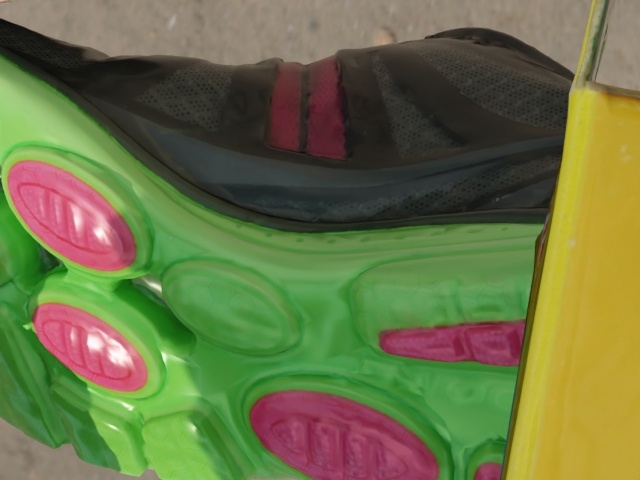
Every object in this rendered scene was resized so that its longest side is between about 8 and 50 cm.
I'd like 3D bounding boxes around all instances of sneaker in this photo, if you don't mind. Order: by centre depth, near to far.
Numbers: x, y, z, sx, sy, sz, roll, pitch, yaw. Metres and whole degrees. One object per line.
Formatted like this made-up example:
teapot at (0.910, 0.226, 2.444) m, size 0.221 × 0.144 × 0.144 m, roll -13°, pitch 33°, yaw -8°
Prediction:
sneaker at (0.000, 0.000, 0.696) m, size 0.482 × 0.202 × 0.185 m, roll 18°, pitch 122°, yaw 20°

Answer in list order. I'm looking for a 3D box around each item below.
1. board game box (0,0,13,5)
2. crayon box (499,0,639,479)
board game box at (-0.189, -0.241, 0.775) m, size 0.141 × 0.232 × 0.291 m, roll -4°, pitch -177°, yaw -28°
crayon box at (0.079, 0.093, 0.406) m, size 0.081 × 0.319 × 0.202 m, roll 9°, pitch 172°, yaw 7°
